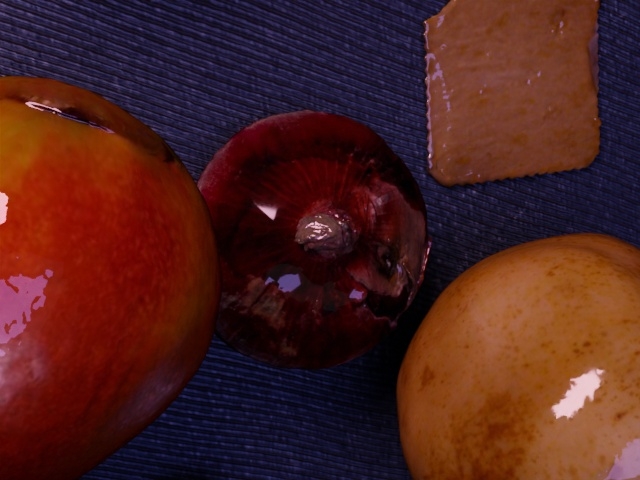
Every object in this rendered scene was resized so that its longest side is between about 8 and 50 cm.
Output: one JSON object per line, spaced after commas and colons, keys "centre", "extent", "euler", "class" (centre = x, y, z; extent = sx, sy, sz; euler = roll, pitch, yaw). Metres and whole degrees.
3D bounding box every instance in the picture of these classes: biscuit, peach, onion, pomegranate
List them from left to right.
{"centre": [-0.260, 0.056, 0.812], "extent": [0.370, 0.370, 0.370], "euler": [-5, 103, -21], "class": "peach"}
{"centre": [0.000, 0.000, 0.993], "extent": [0.272, 0.195, 0.272], "euler": [-1, 92, -18], "class": "onion"}
{"centre": [0.225, -0.185, 1.140], "extent": [0.237, 0.013, 0.232], "euler": [-9, 104, -21], "class": "biscuit"}
{"centre": [0.287, 0.182, 1.018], "extent": [0.416, 0.416, 0.417], "euler": [-5, 103, -21], "class": "pomegranate"}
